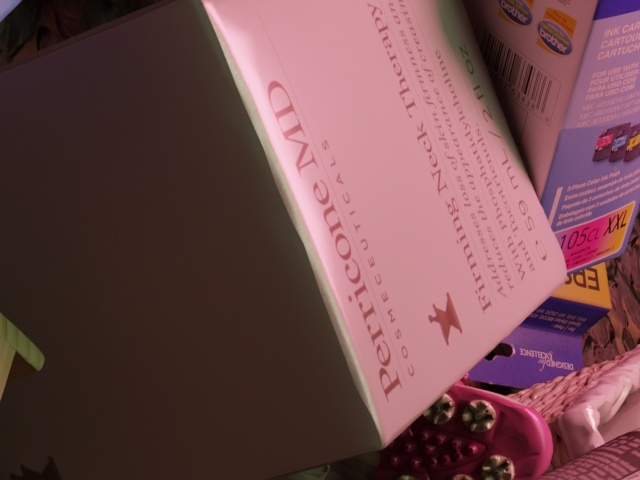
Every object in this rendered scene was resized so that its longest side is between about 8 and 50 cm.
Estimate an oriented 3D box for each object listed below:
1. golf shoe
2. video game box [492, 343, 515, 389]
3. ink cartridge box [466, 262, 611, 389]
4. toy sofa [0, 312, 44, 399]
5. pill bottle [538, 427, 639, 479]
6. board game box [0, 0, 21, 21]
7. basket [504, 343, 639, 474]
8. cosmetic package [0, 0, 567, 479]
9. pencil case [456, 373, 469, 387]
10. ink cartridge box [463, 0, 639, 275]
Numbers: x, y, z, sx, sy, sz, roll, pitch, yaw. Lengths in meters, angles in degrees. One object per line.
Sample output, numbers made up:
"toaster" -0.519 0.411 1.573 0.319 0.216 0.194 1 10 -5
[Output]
"golf shoe" 0.047 0.169 1.599 0.140 0.306 0.115 -7 89 -67
"video game box" 0.222 0.040 2.233 0.187 0.048 0.205 64 30 -14
"ink cartridge box" 0.180 -0.003 2.088 0.303 0.072 0.307 11 61 -39
"toy sofa" -0.303 0.168 1.148 0.177 0.150 0.363 50 35 -36
"pill bottle" 0.241 0.273 1.577 0.363 0.210 0.210 -23 95 -21
"board game box" -0.339 -0.063 1.126 0.064 0.242 0.316 61 31 -21
"basket" 0.250 0.298 1.905 0.331 0.266 0.328 -22 93 -60
"cosmetic package" -0.067 -0.019 1.483 0.393 0.327 0.329 -34 104 -60
"pencil case" 0.065 0.082 1.897 0.098 0.095 0.209 -40 112 -27
"ink cartridge box" 0.165 -0.192 1.641 0.151 0.395 0.270 -22 49 -34
